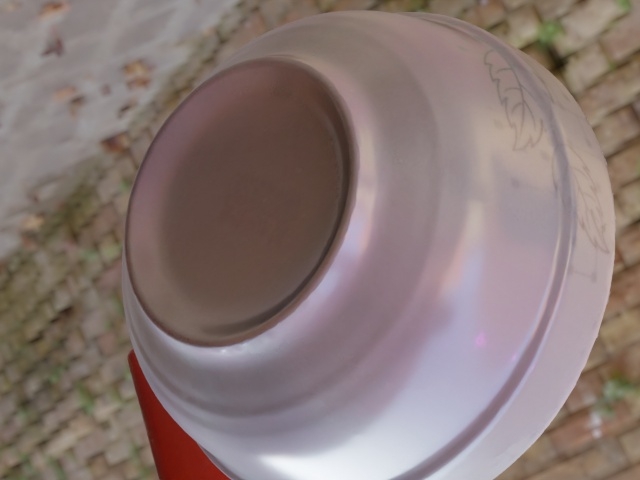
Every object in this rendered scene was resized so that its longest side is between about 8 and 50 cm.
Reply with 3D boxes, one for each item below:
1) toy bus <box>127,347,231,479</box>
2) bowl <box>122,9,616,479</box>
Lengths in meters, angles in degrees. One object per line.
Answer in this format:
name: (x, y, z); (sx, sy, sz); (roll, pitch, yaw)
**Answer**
toy bus: (-0.088, 0.149, 1.277); (0.079, 0.174, 0.077); (-20, 159, 6)
bowl: (0.000, 0.000, 0.931); (0.287, 0.287, 0.144); (-30, 148, 27)
